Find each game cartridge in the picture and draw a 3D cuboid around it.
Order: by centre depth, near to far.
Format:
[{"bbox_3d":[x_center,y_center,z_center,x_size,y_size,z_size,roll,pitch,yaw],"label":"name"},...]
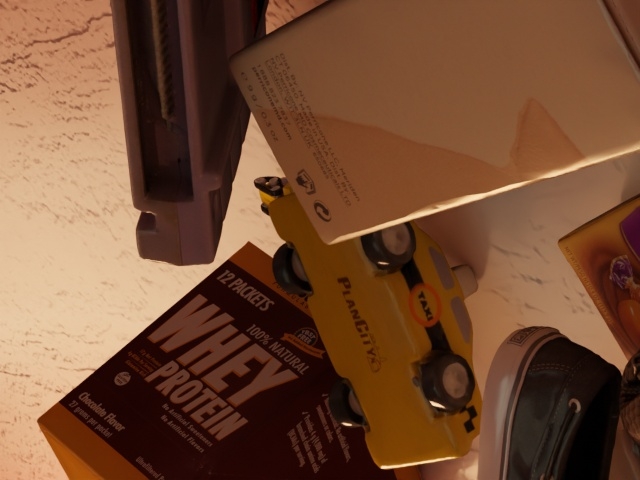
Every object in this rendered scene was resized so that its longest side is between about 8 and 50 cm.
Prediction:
[{"bbox_3d":[-0.069,-0.191,1.089,0.068,0.230,0.355,6,132,9],"label":"game cartridge"}]

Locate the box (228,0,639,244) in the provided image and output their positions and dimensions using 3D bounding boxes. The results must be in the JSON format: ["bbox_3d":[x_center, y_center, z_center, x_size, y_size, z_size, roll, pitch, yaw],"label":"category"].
[{"bbox_3d":[0.099,-0.101,0.966,0.121,0.148,0.311,62,152,-6],"label":"box"}]

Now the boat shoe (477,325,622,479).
[{"bbox_3d":[0.134,0.159,1.079,0.076,0.080,0.228,20,116,40],"label":"boat shoe"}]

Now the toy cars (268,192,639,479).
[{"bbox_3d":[0.124,0.099,1.176,0.394,0.087,0.176,38,134,25],"label":"toy cars"}]

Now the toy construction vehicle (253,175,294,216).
[{"bbox_3d":[0.000,0.000,1.330,0.098,0.035,0.085,27,137,57],"label":"toy construction vehicle"}]

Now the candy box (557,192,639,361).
[{"bbox_3d":[0.209,0.012,0.993,0.109,0.053,0.187,59,150,2],"label":"candy box"}]

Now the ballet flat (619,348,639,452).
[{"bbox_3d":[0.219,0.078,0.905,0.250,0.084,0.058,6,122,64],"label":"ballet flat"}]

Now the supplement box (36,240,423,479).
[{"bbox_3d":[-0.055,0.147,1.345,0.129,0.194,0.191,34,155,37],"label":"supplement box"}]
